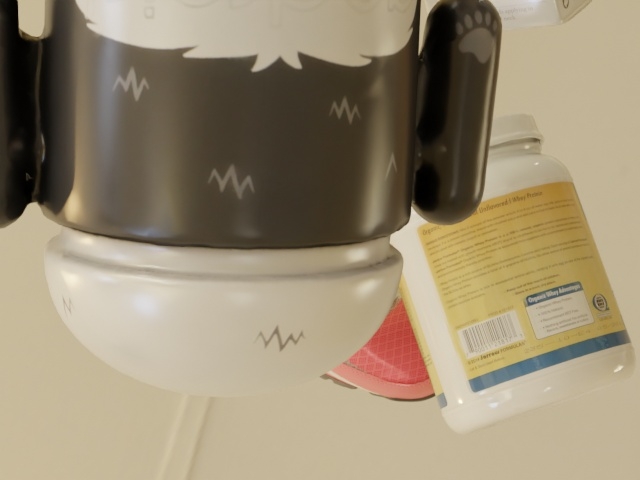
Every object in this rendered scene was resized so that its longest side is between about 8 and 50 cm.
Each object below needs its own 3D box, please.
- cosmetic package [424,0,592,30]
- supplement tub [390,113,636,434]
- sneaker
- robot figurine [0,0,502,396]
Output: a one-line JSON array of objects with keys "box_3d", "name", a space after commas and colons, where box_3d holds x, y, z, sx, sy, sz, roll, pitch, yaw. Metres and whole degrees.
[{"box_3d": [0.126, -0.280, 1.366, 0.117, 0.231, 0.085, -2, -158, 30], "name": "cosmetic package"}, {"box_3d": [0.128, 0.024, 1.256, 0.144, 0.144, 0.200, -13, -100, -32], "name": "supplement tub"}, {"box_3d": [-0.001, 0.000, 1.336, 0.116, 0.136, 0.314, -43, -83, -21], "name": "sneaker"}, {"box_3d": [-0.042, -0.069, 0.799, 0.209, 0.278, 0.173, 7, -170, 24], "name": "robot figurine"}]
